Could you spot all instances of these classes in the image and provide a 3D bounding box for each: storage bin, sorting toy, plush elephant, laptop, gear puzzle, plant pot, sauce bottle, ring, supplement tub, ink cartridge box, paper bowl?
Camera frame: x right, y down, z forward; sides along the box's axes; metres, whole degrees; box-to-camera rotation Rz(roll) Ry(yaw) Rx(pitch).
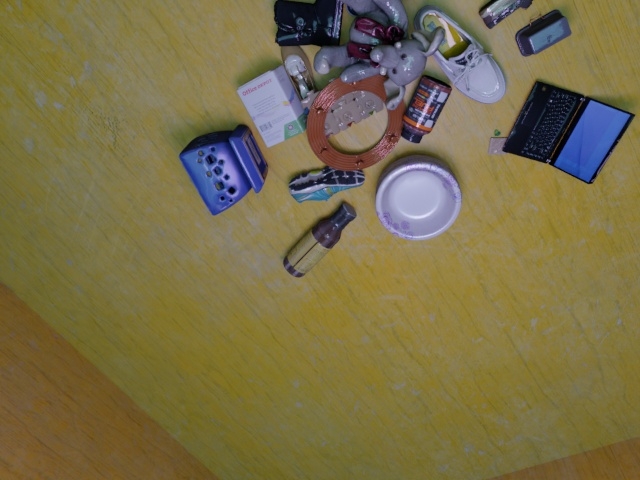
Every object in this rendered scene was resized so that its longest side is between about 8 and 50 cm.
[{"bbox_3d":[0.645,-0.598,1.295,0.135,0.091,0.098,-27,111,19],"label":"storage bin"},{"bbox_3d":[0.594,-0.326,1.494,0.061,0.012,0.083,4,122,11],"label":"sorting toy"},{"bbox_3d":[0.178,-0.520,1.231,0.329,0.255,0.272,2,131,-33],"label":"plush elephant"},{"bbox_3d":[0.755,-0.331,1.396,0.264,0.137,0.234,14,119,-8],"label":"laptop"},{"bbox_3d":[0.108,-0.464,1.436,0.338,0.044,0.176,-27,128,5],"label":"gear puzzle"},{"bbox_3d":[-0.311,-0.257,1.538,0.212,0.236,0.236,-20,114,10],"label":"plant pot"},{"bbox_3d":[0.000,0.000,1.696,0.111,0.111,0.344,40,117,-14],"label":"sauce bottle"},{"bbox_3d":[0.120,-0.372,1.458,0.336,0.032,0.337,-7,126,-10],"label":"ring"},{"bbox_3d":[0.328,-0.412,1.431,0.106,0.106,0.198,21,119,-4],"label":"supplement tub"},{"bbox_3d":[-0.150,-0.438,1.474,0.154,0.093,0.212,-16,117,30],"label":"ink cartridge box"},{"bbox_3d":[0.330,-0.154,1.546,0.284,0.148,0.285,3,118,5],"label":"paper bowl"}]

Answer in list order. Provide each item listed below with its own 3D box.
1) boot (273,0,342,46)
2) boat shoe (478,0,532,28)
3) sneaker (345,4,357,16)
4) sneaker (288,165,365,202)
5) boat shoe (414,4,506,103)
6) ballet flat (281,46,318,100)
[{"bbox_3d":[-0.035,-0.697,1.332,0.207,0.094,0.247,8,120,2],"label":"boot"},{"bbox_3d":[0.564,-0.686,1.270,0.223,0.080,0.073,-26,117,26],"label":"boat shoe"},{"bbox_3d":[0.201,-0.707,1.261,0.282,0.153,0.099,-14,115,15],"label":"sneaker"},{"bbox_3d":[0.024,-0.199,1.609,0.275,0.107,0.110,-9,144,9],"label":"sneaker"},{"bbox_3d":[0.421,-0.537,1.321,0.135,0.156,0.367,-39,106,24],"label":"boat shoe"},{"bbox_3d":[-0.060,-0.523,1.443,0.080,0.073,0.232,-21,113,20],"label":"ballet flat"}]
